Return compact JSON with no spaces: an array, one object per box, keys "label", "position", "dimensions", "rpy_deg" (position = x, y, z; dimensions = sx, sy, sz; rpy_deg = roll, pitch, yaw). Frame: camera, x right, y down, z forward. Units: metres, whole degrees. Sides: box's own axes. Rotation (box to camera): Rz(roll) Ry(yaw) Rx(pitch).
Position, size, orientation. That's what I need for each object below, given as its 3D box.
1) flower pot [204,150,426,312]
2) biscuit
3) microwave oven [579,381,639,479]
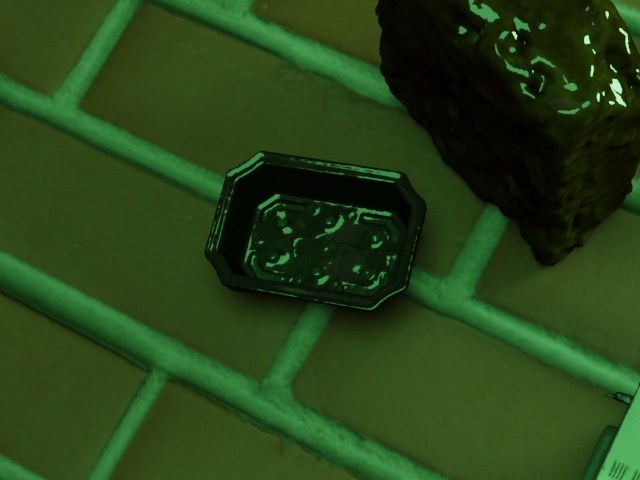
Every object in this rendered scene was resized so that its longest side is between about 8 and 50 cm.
[{"label":"flower pot","position":[0.000,0.000,2.055],"dimensions":[0.251,0.084,0.179],"rpy_deg":[9,72,15]},{"label":"biscuit","position":[0.212,-0.188,1.927],"dimensions":[0.166,0.395,0.342],"rpy_deg":[-33,70,-10]},{"label":"microwave oven","position":[0.369,0.286,1.845],"dimensions":[0.194,0.145,0.240],"rpy_deg":[23,75,20]}]
